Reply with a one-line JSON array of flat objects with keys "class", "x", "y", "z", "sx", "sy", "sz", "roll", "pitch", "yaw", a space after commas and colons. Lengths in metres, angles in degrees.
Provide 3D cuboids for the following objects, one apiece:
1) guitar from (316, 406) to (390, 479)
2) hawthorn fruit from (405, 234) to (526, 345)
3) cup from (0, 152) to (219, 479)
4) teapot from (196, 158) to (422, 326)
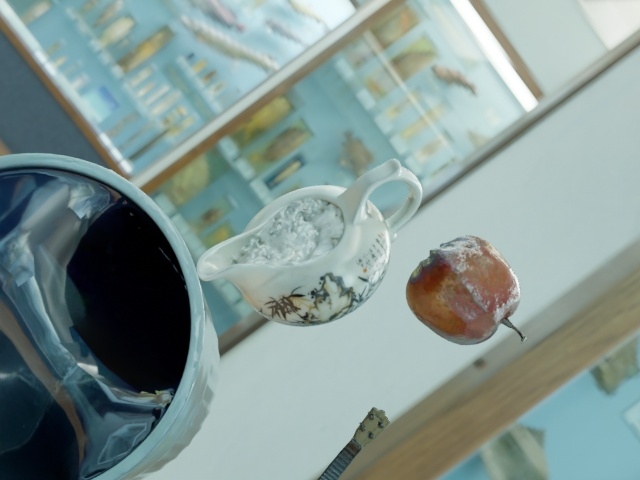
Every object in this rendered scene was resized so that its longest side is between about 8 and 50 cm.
[{"class": "guitar", "x": 0.006, "y": 0.345, "z": 1.736, "sx": 0.084, "sy": 0.271, "sz": 0.038, "roll": 38, "pitch": 4, "yaw": -4}, {"class": "hawthorn fruit", "x": 0.226, "y": 0.087, "z": 1.788, "sx": 0.194, "sy": 0.157, "sz": 0.157, "roll": 39, "pitch": 1, "yaw": -1}, {"class": "cup", "x": -0.213, "y": 0.125, "z": 1.020, "sx": 0.311, "sy": 0.257, "sz": 0.331, "roll": 92, "pitch": -4, "yaw": -79}, {"class": "teapot", "x": 0.000, "y": 0.000, "z": 1.586, "sx": 0.166, "sy": 0.300, "sz": 0.208, "roll": 51, "pitch": 5, "yaw": -35}]
